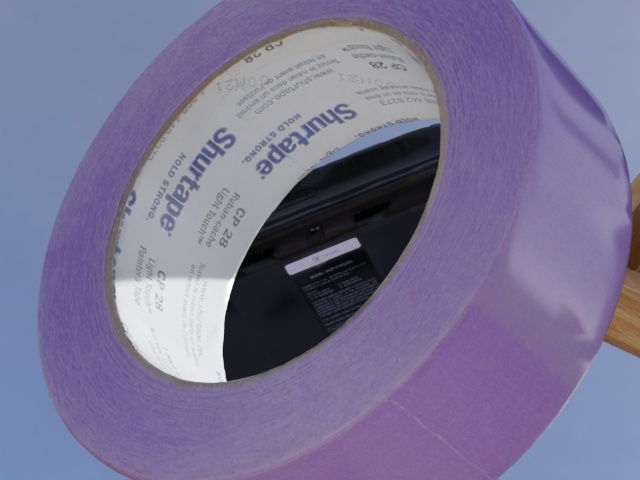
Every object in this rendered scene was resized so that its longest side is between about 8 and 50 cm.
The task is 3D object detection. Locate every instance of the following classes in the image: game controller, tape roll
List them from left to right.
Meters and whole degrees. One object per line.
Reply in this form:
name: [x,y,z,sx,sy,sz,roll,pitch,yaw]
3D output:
tape roll: [0.000,0.000,0.771,0.275,0.275,0.090,-12,-36,34]
game controller: [0.007,0.030,1.108,0.319,0.166,0.067,-22,-21,-17]

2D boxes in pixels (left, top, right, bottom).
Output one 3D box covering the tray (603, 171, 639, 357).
tray: [0.370,0.046,0.940,0.411,0.203,0.076,26,-31,30]
